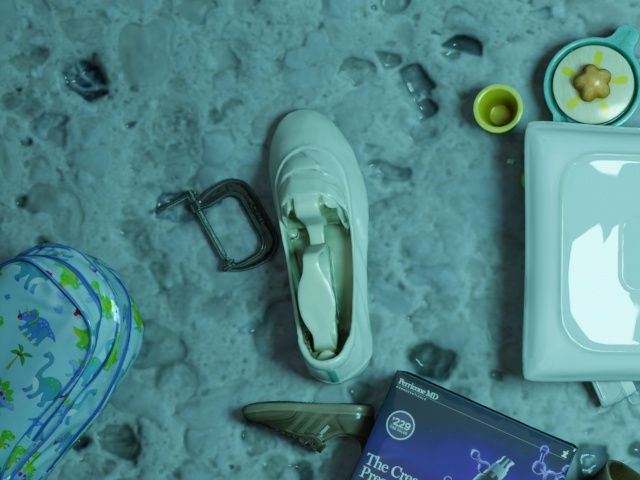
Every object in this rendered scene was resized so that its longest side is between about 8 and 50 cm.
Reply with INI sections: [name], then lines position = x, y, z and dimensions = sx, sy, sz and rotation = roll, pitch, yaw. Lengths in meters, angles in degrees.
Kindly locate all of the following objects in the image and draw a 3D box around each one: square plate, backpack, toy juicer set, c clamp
[square plate]
position = 0.441, 0.016, 1.811
dimensions = 0.344, 0.049, 0.347
rotation = 2, 86, -4
[backpack]
position = -0.416, 0.169, 1.928
dimensions = 0.355, 0.273, 0.290
rotation = -40, 71, -8
[toy juicer set]
position = 0.393, -0.180, 1.871
dimensions = 0.329, 0.089, 0.209
rotation = -28, 79, 6
[c clamp]
position = -0.142, -0.018, 1.995
dimensions = 0.137, 0.022, 0.161
rotation = -36, 77, 0

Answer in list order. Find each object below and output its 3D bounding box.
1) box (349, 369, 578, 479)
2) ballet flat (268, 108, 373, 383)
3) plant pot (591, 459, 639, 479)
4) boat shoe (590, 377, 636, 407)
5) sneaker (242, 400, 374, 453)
[box]
position = 0.192, 0.309, 1.849
dimensions = 0.261, 0.103, 0.184
rotation = 23, 86, 13
[ballet flat]
position = 0.000, 0.000, 1.907
dimensions = 0.139, 0.139, 0.400
rotation = -9, 81, 10
[plant pot]
position = 0.362, 0.439, 1.761
dimensions = 0.230, 0.215, 0.215
rotation = -45, 77, 16
[boat shoe]
position = 0.356, 0.142, 1.859
dimensions = 0.063, 0.066, 0.184
rotation = -33, 88, 5
[sneaker]
position = -0.019, 0.262, 1.912
dimensions = 0.188, 0.066, 0.071
rotation = 0, 84, 12
